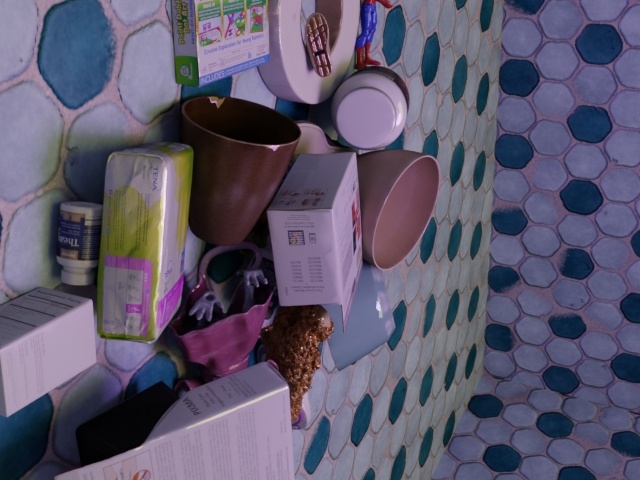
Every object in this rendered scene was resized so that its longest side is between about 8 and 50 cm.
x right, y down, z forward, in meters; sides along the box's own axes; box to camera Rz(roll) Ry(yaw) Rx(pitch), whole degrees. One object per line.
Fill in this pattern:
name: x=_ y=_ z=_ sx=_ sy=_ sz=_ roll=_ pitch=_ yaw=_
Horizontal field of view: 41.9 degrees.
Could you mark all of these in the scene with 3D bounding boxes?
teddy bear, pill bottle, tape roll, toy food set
teddy bear: x=-0.074 y=0.241 z=1.762 sx=0.113 sy=0.245 sz=0.338 roll=4 pitch=134 yaw=-30
pill bottle: x=0.117 y=-0.307 z=1.946 sx=0.318 sy=0.176 sz=0.176 roll=-65 pitch=159 yaw=-71
pill bottle: x=-0.364 y=0.004 z=1.264 sx=0.067 sy=0.067 sz=0.120 roll=-12 pitch=111 yaw=-64
pill bottle: x=-0.113 y=0.074 z=1.768 sx=0.169 sy=0.094 sz=0.094 roll=-65 pitch=154 yaw=-10
tape roll: x=-0.024 y=-0.488 z=1.788 sx=0.392 sy=0.072 sz=0.392 roll=-39 pitch=135 yaw=-54
toy food set: x=-0.140 y=-0.032 z=1.774 sx=0.192 sy=0.038 sz=0.133 roll=48 pitch=57 yaw=-61

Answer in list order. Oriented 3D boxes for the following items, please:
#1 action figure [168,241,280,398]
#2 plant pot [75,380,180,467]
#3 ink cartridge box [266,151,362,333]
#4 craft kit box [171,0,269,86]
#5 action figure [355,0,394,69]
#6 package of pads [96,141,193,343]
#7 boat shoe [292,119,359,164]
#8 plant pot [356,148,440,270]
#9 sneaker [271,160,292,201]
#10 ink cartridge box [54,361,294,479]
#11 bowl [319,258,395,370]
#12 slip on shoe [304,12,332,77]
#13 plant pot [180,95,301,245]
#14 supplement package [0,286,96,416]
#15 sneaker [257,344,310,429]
action figure: x=-0.207 y=0.229 z=1.648 sx=0.276 sy=0.248 sz=0.370 roll=-111 pitch=-161 yaw=-48
plant pot: x=-0.285 y=0.389 z=1.437 sx=0.187 sy=0.167 sz=0.188 roll=-26 pitch=126 yaw=-42
ink cartridge box: x=0.000 y=0.000 z=1.685 sx=0.309 sy=0.130 sz=0.272 roll=-68 pitch=154 yaw=-63
craft kit box: x=-0.176 y=-0.424 z=1.506 sx=0.250 sy=0.060 sz=0.247 roll=-38 pitch=136 yaw=-56
action figure: x=0.154 y=-0.567 z=2.076 sx=0.091 sy=0.139 sz=0.281 roll=-45 pitch=137 yaw=-53
package of pads: x=-0.277 y=-0.003 z=1.328 sx=0.229 sy=0.101 sz=0.297 roll=-81 pitch=177 yaw=-80
boat shoe: x=-0.024 y=-0.208 z=1.915 sx=0.335 sy=0.095 sz=0.112 roll=14 pitch=100 yaw=-61
plant pot: x=0.126 y=-0.096 z=1.955 sx=0.284 sy=0.190 sz=0.284 roll=-40 pitch=143 yaw=-38
sneaker: x=-0.082 y=-0.120 z=1.786 sx=0.211 sy=0.080 sz=0.081 roll=41 pitch=32 yaw=-60
ink cartridge box: x=-0.224 y=0.400 z=1.342 sx=0.384 sy=0.091 sz=0.308 roll=-16 pitch=120 yaw=-27
bowl: x=0.085 y=0.146 z=2.033 sx=0.311 sy=0.163 sz=0.312 roll=-14 pitch=90 yaw=-86
slip on shoe: x=-0.004 y=-0.408 z=1.736 sx=0.041 sy=0.051 sz=0.135 roll=-115 pitch=-171 yaw=-58
plant pot: x=-0.166 y=-0.116 z=1.519 sx=0.215 sy=0.215 sz=0.231 roll=-35 pitch=146 yaw=-57
supplement package: x=-0.414 y=0.150 z=1.171 sx=0.179 sy=0.105 sz=0.105 roll=-32 pitch=128 yaw=-58
sneaker: x=-0.060 y=0.331 z=2.017 sx=0.152 sy=0.114 sz=0.305 roll=-51 pitch=144 yaw=-44
